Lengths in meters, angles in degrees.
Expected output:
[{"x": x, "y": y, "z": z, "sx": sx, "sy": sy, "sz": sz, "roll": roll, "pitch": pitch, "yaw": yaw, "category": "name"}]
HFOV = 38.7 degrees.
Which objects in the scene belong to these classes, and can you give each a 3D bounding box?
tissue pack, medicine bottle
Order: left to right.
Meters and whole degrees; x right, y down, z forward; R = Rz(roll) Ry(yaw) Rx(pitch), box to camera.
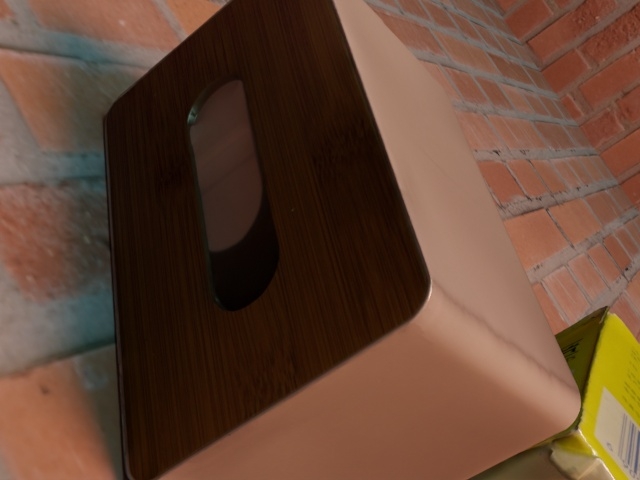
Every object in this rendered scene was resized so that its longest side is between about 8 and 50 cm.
[{"x": -0.001, "y": 0.001, "z": 0.461, "sx": 0.136, "sy": 0.159, "sz": 0.246, "roll": 34, "pitch": 29, "yaw": -41, "category": "tissue pack"}, {"x": 0.152, "y": 0.153, "z": 0.566, "sx": 0.141, "sy": 0.137, "sz": 0.250, "roll": 55, "pitch": 23, "yaw": 5, "category": "medicine bottle"}]
